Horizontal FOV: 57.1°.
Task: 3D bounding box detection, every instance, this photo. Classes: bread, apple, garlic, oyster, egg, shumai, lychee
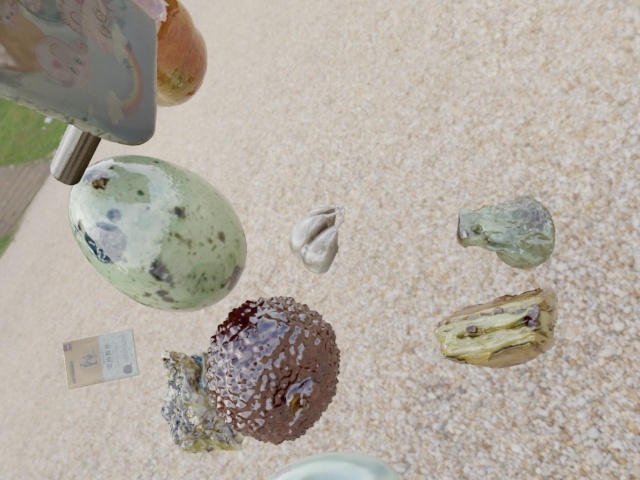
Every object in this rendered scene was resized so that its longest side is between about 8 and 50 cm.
[{"bbox_3d":[0.452,0.225,1.435,0.277,0.324,0.167,-20,83,24],"label":"bread"},{"bbox_3d":[-0.400,-0.464,1.355,0.250,0.309,0.277,-67,16,-16],"label":"apple"},{"bbox_3d":[0.000,0.000,2.218,0.237,0.210,0.292,-37,-20,-44],"label":"garlic"},{"bbox_3d":[-0.249,0.343,1.241,0.222,0.083,0.214,1,84,16],"label":"oyster"},{"bbox_3d":[0.011,0.619,1.379,0.370,0.230,0.230,-19,32,-2],"label":"egg"},{"bbox_3d":[0.543,-0.021,1.748,0.271,0.203,0.222,2,95,58],"label":"shumai"},{"bbox_3d":[-0.084,0.240,1.095,0.264,0.264,0.300,-53,35,4],"label":"lychee"},{"bbox_3d":[-0.324,-0.013,1.194,0.287,0.379,0.288,-38,35,33],"label":"egg"}]

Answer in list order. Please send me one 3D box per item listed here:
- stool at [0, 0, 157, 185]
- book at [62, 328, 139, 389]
[{"bbox_3d":[-0.451,-0.284,0.967,0.226,0.310,0.311,-25,59,37],"label":"stool"},{"bbox_3d":[-0.546,0.295,1.464,0.012,0.172,0.118,114,145,-75],"label":"book"}]
